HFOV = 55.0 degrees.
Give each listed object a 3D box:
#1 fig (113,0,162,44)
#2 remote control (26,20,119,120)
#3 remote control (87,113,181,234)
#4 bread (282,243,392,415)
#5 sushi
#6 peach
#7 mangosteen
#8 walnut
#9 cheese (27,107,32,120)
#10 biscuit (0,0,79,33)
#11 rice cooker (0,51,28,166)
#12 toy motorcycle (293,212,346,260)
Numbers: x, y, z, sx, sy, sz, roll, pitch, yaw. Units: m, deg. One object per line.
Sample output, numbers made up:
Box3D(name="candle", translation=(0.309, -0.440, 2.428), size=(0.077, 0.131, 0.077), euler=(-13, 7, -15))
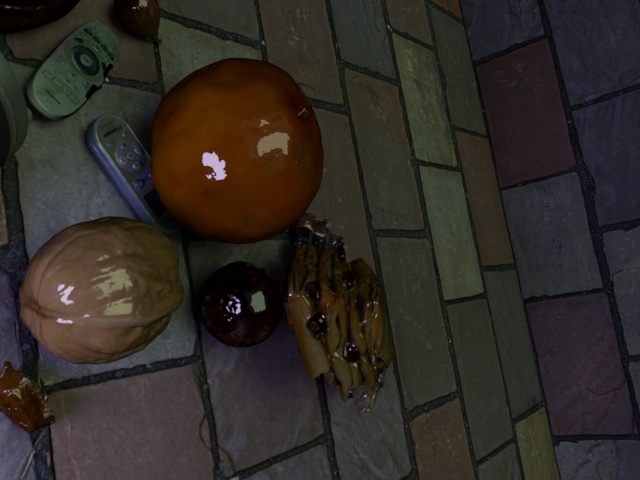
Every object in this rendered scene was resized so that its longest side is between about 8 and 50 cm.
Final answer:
Box3D(name="fig", translation=(-0.345, -0.428, 1.203), size=(0.125, 0.088, 0.089), euler=(63, 35, -45))
Box3D(name="remote control", translation=(-0.427, -0.298, 1.075), size=(0.097, 0.045, 0.256), euler=(51, 41, -29))
Box3D(name="remote control", translation=(-0.336, -0.116, 1.124), size=(0.244, 0.047, 0.087), euler=(59, 37, -18))
Box3D(name="bread", translation=(0.058, 0.195, 1.290), size=(0.314, 0.191, 0.370), euler=(-98, 170, -70))
Box3D(name="sushi", translation=(-0.427, 0.226, 0.889), size=(0.060, 0.061, 0.118), euler=(-60, 144, -53))
Box3D(name="peach", translation=(-0.142, -0.164, 1.137), size=(0.343, 0.301, 0.343), euler=(54, 20, -31))
Box3D(name="mangosteen", translation=(-0.146, 0.126, 1.192), size=(0.184, 0.172, 0.173), euler=(31, 53, -66))
Box3D(name="walnut", translation=(-0.325, 0.074, 0.943), size=(0.261, 0.224, 0.225), euler=(-15, 90, -65))
Box3D(name="cheese", translation=(-0.493, -0.187, 0.964), size=(0.044, 0.030, 0.083), euler=(57, 46, -31))
Box3D(name="biscuit", translation=(-0.545, -0.535, 0.973), size=(0.407, 0.091, 0.408), euler=(21, 62, -47))
Box3D(name="rice cooker", translation=(-0.522, -0.155, 0.719), size=(0.288, 0.288, 0.277), euler=(52, 45, -26))
Box3D(name="toy motorcycle", translation=(0.000, 0.000, 1.476), size=(0.212, 0.084, 0.118), euler=(14, 66, -57))
